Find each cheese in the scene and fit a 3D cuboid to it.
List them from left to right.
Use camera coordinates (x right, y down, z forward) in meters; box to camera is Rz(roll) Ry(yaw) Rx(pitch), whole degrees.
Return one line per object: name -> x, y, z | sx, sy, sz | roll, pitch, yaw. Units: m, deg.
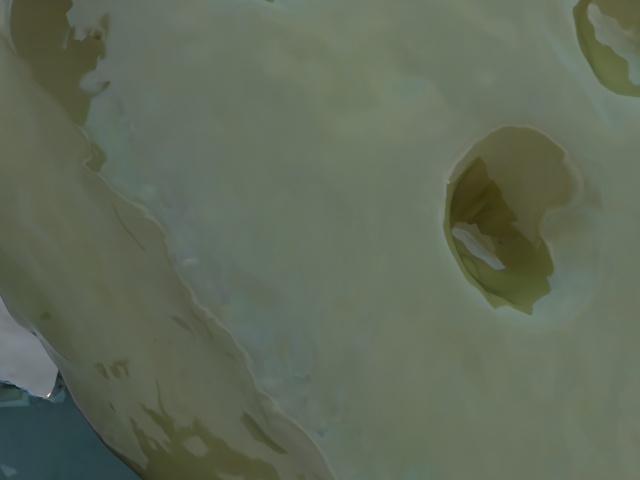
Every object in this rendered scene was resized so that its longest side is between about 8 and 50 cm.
cheese -> 0.089, -0.006, 0.617 | 0.384, 0.384, 0.104 | 13, -19, -26

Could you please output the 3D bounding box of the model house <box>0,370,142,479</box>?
model house -> -0.066, 0.227, 0.803 | 0.251, 0.295, 0.329 | 21, -19, 1
